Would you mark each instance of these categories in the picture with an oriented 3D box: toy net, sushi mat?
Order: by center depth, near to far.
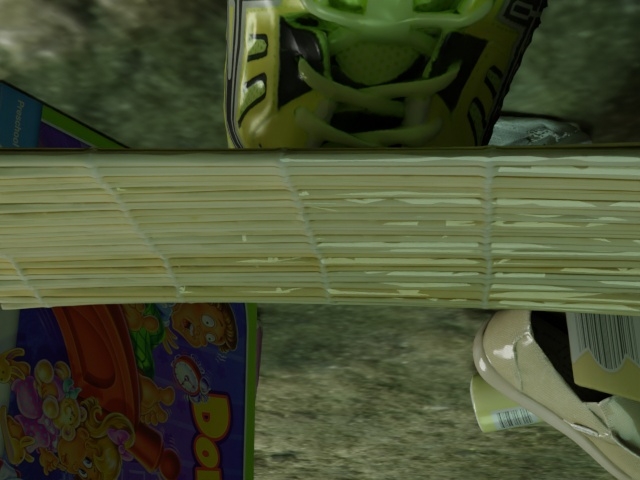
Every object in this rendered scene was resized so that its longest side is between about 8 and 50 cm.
[{"bbox_3d":[0.000,0.000,0.412,0.316,0.019,0.151,1,157,11],"label":"sushi mat"},{"bbox_3d":[0.182,-0.028,0.687,0.232,0.045,0.122,20,151,-37],"label":"toy net"}]

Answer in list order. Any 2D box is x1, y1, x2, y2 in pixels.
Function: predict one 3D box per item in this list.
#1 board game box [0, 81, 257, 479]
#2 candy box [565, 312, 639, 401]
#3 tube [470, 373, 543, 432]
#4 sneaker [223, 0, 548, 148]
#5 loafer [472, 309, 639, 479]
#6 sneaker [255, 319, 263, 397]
[{"bbox_3d":[-0.141,0.114,0.644,0.078,0.347,0.233,-16,153,33],"label":"board game box"},{"bbox_3d":[0.265,0.032,0.503,0.182,0.088,0.316,-9,-177,-13],"label":"candy box"},{"bbox_3d":[0.274,0.143,1.088,0.240,0.062,0.070,-12,-162,17],"label":"tube"},{"bbox_3d":[0.035,-0.097,0.397,0.145,0.147,0.385,3,156,-1],"label":"sneaker"},{"bbox_3d":[0.255,0.134,0.906,0.268,0.102,0.092,27,151,7],"label":"loafer"},{"bbox_3d":[-0.127,0.130,1.020,0.104,0.095,0.236,17,154,-18],"label":"sneaker"}]
